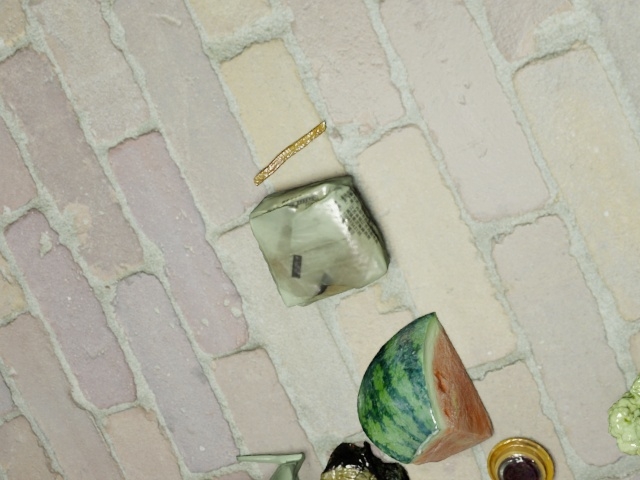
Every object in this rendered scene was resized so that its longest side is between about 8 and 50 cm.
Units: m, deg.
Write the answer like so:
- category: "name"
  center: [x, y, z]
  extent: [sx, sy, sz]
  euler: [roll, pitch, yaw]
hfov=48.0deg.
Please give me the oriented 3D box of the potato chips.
- category: "potato chips"
  center: [-0.065, -0.189, 1.545]
  extent: [0.204, 0.037, 0.026]
  euler: [-37, 103, 14]

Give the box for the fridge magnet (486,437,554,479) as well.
- category: "fridge magnet"
  center: [0.437, 0.500, 1.572]
  extent: [0.143, 0.063, 0.143]
  euler: [5, 106, 16]

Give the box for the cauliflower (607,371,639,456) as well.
- category: "cauliflower"
  center: [0.727, 0.362, 1.362]
  extent: [0.327, 0.260, 0.281]
  euler: [-20, 94, 39]

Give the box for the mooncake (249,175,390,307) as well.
- category: "mooncake"
  center: [0.001, -0.003, 1.519]
  extent: [0.250, 0.136, 0.255]
  euler: [-19, 103, 20]

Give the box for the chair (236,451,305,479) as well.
- category: "chair"
  center: [-0.093, 0.612, 1.647]
  extent: [0.274, 0.190, 0.204]
  euler: [-16, 99, 27]

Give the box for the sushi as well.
- category: "sushi"
  center: [0.112, 0.553, 1.640]
  extent: [0.212, 0.115, 0.147]
  euler: [28, 109, 7]

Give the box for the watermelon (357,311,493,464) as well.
- category: "watermelon"
  center: [0.241, 0.320, 1.516]
  extent: [0.292, 0.283, 0.251]
  euler: [-3, 120, -11]
